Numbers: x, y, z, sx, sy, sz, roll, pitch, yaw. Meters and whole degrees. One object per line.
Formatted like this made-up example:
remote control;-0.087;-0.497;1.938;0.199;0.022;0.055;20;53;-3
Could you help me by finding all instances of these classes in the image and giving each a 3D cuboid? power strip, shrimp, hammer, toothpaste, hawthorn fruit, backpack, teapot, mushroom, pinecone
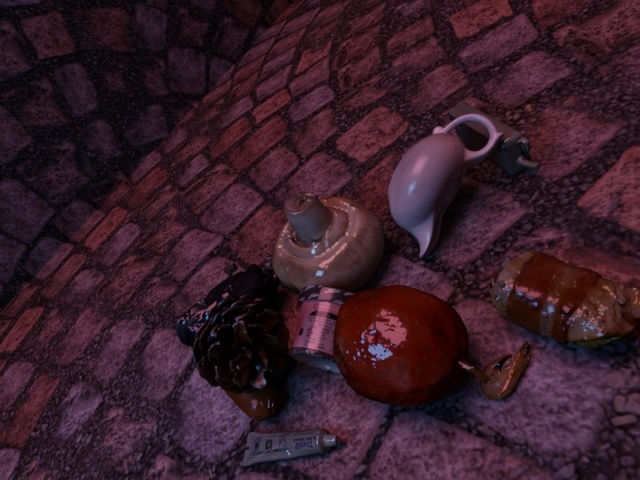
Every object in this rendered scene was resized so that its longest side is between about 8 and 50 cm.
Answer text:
power strip;0.380;-0.220;1.037;0.053;0.093;0.288;-34;35;6
shrimp;0.285;0.198;0.736;0.108;0.023;0.059;-52;28;-17
hammer;-0.259;0.112;1.332;0.035;0.019;0.110;-25;40;20
toothpaste;-0.057;0.369;0.855;0.218;0.041;0.064;-21;45;31
hawthorn fruit;0.145;0.171;0.753;0.253;0.205;0.205;5;55;35
backpack;-0.194;0.160;1.091;0.133;0.206;0.258;37;62;9
teapot;0.242;-0.128;0.969;0.166;0.208;0.300;45;106;31
mushroom;0.000;0.000;1.027;0.260;0.234;0.254;-32;40;11
pinecone;-0.144;0.190;0.886;0.204;0.179;0.184;136;147;-66

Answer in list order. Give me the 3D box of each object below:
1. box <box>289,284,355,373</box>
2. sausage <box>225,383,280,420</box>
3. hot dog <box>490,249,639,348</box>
box;0.016;0.175;0.903;0.151;0.151;0.135;-6;55;39
sausage;-0.152;0.305;0.978;0.076;0.076;0.197;-50;38;-13
hot dog;0.363;0.094;0.716;0.146;0.103;0.213;-31;40;-24
